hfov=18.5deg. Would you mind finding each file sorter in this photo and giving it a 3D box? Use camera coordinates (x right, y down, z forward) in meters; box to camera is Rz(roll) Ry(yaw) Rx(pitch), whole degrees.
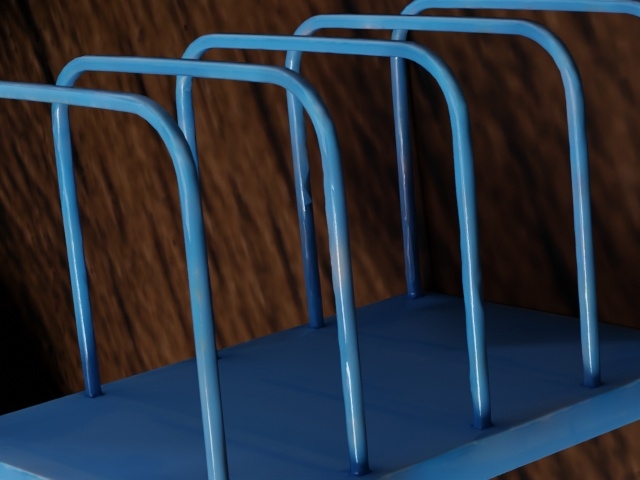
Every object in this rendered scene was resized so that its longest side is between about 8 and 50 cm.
[{"bbox_3d":[0.000,0.000,0.494,0.118,0.170,0.104,8,109,49],"label":"file sorter"}]
